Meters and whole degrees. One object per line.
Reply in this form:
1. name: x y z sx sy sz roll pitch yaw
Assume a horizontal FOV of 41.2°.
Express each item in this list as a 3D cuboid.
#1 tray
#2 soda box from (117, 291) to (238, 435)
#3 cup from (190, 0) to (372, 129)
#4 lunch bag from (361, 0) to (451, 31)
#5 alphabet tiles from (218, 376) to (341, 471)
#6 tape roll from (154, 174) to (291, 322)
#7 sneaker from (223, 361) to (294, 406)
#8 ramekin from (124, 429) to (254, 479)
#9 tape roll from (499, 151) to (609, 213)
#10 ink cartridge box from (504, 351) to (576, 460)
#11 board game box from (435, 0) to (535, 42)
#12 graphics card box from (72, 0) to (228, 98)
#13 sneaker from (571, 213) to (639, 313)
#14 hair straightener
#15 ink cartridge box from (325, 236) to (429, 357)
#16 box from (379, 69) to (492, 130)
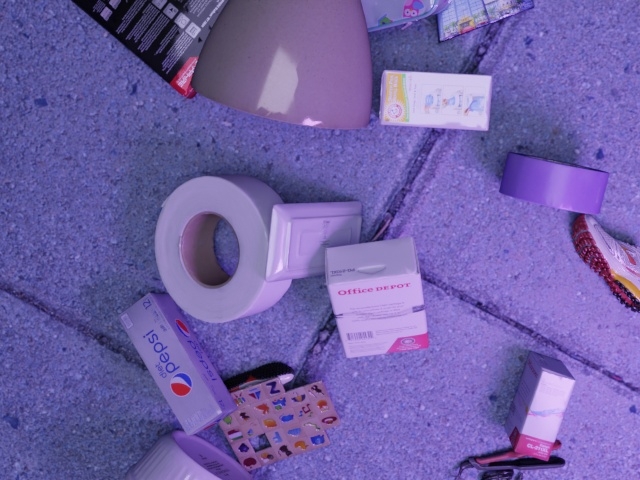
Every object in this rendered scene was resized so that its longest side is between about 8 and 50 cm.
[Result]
1. tray: 0.000 0.000 1.620 0.030 0.270 0.145 12 101 37
2. soda box: -0.287 0.246 1.716 0.091 0.098 0.286 -36 78 9
3. cup: -0.045 -0.357 1.504 0.331 0.331 0.237 15 109 2
4. lunch bag: 0.125 -0.526 1.559 0.224 0.108 0.279 -7 105 27
5. alphabet tiles: -0.087 0.373 1.772 0.237 0.009 0.198 -20 114 7
6. tape roll: -0.186 0.013 1.650 0.286 0.100 0.286 5 98 33
7. sneaker: -0.124 0.310 1.778 0.161 0.057 0.075 -18 115 5
8. ramekin: -0.247 0.494 1.713 0.273 0.273 0.127 33 88 -1
9. tape roll: 0.436 -0.109 1.591 0.189 0.189 0.080 12 101 3
10. ink cartridge box: 0.434 0.326 1.689 0.072 0.127 0.175 17 100 1
11. board game box: 0.285 -0.501 1.609 0.194 0.060 0.194 -20 97 8
12. graphics card box: -0.324 -0.481 1.647 0.371 0.094 0.233 39 100 -3
13. sneaker: 0.581 0.033 1.665 0.092 0.088 0.225 -41 94 -11
14. hair straightener: 0.392 0.478 1.756 0.230 0.047 0.089 -15 97 7
15. ink cartridge box: 0.112 0.113 1.636 0.172 0.100 0.237 -8 137 6
16. box: 0.217 -0.268 1.622 0.203 0.114 0.103 4 100 5
